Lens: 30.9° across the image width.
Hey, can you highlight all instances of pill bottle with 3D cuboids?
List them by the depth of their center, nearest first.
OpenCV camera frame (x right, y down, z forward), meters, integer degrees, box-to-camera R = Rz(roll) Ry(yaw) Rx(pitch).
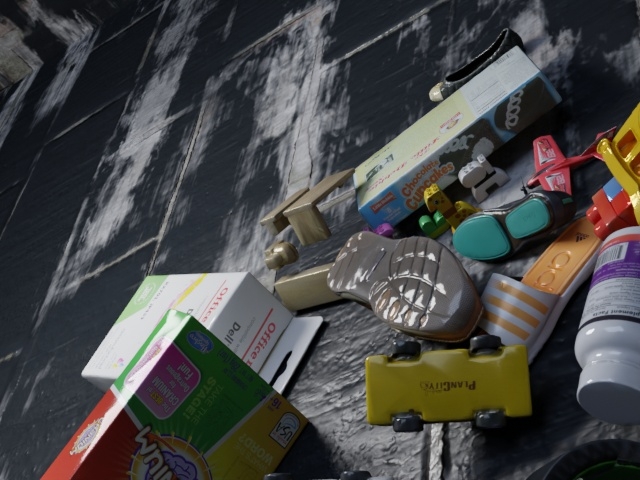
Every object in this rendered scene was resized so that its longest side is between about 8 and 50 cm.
[{"bbox_3d":[0.325,0.089,1.198,0.108,0.108,0.193,-14,41,43],"label":"pill bottle"}]

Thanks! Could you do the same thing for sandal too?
[{"bbox_3d":[0.243,0.055,1.378,0.265,0.076,0.102,-52,29,-14],"label":"sandal"}]

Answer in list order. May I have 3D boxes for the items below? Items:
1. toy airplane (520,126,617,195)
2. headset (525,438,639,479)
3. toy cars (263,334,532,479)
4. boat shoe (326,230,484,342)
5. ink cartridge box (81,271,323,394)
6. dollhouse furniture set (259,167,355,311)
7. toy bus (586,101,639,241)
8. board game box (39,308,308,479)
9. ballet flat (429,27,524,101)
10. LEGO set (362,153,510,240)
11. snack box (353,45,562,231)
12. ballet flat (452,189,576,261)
[{"bbox_3d":[0.330,-0.104,1.527,0.151,0.028,0.151,-30,33,22],"label":"toy airplane"},{"bbox_3d":[0.243,0.351,0.868,0.185,0.243,0.394,-50,36,46],"label":"headset"},{"bbox_3d":[0.078,0.242,1.318,0.393,0.087,0.176,-46,66,4],"label":"toy cars"},{"bbox_3d":[0.124,0.066,1.464,0.123,0.116,0.324,-55,24,-2],"label":"boat shoe"},{"bbox_3d":[-0.181,0.158,1.733,0.353,0.119,0.207,-5,47,49],"label":"ink cartridge box"},{"bbox_3d":[0.000,0.000,1.718,0.144,0.151,0.123,-17,17,40],"label":"dollhouse furniture set"},{"bbox_3d":[0.399,-0.061,1.285,0.211,0.149,0.220,-48,29,21],"label":"toy bus"},{"bbox_3d":[-0.191,0.284,1.457,0.064,0.242,0.316,9,59,55],"label":"board game box"},{"bbox_3d":[0.244,-0.279,1.844,0.173,0.049,0.057,-33,30,19],"label":"ballet flat"},{"bbox_3d":[0.153,-0.036,1.593,0.227,0.093,0.087,-38,29,11],"label":"LEGO set"},{"bbox_3d":[0.191,-0.149,1.697,0.322,0.060,0.187,-37,17,12],"label":"snack box"},{"bbox_3d":[0.252,-0.021,1.477,0.203,0.074,0.074,-27,29,58],"label":"ballet flat"}]
